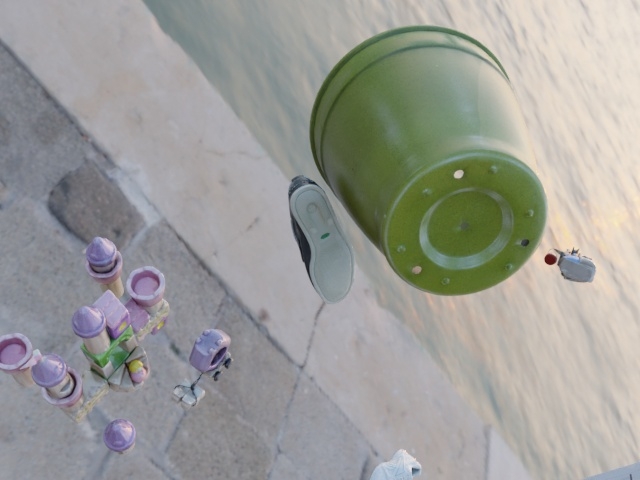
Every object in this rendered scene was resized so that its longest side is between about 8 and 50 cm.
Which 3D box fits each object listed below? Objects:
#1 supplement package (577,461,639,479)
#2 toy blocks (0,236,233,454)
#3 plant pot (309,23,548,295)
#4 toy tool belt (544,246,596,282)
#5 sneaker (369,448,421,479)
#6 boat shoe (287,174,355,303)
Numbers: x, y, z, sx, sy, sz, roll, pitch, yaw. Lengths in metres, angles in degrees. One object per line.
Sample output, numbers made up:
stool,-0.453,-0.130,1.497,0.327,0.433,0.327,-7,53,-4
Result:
supplement package,0.417,0.353,0.901,0.134,0.244,0.139,53,29,-16
toy blocks,-0.346,0.164,1.261,0.309,0.260,0.288,33,61,13
plant pot,0.184,-0.107,1.185,0.366,0.366,0.353,46,16,-29
toy tool belt,0.401,0.036,1.217,0.083,0.052,0.051,21,22,14
sneaker,0.145,0.462,1.486,0.152,0.061,0.053,-22,128,-47
boat shoe,0.000,0.000,1.275,0.079,0.084,0.233,-132,-158,-60
